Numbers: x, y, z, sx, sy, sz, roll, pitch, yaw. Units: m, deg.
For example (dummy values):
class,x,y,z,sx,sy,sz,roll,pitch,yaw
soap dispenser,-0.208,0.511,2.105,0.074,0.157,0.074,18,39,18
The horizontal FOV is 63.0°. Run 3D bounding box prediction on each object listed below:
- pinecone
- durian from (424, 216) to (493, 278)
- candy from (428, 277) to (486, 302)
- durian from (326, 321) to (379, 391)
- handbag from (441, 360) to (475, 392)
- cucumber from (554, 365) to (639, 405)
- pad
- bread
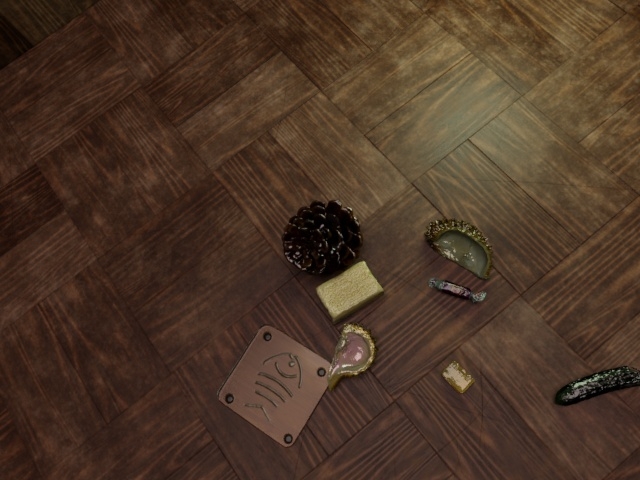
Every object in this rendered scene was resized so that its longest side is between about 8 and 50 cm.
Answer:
class,x,y,z,sx,sy,sz,roll,pitch,yaw
pinecone,0.001,-0.003,1.588,0.247,0.292,0.246,3,99,19
durian,0.441,0.010,1.623,0.252,0.144,0.139,28,100,11
candy,0.419,0.151,1.608,0.175,0.043,0.045,18,77,17
durian,0.087,0.355,1.574,0.140,0.078,0.224,33,90,4
handbag,0.404,0.401,1.534,0.061,0.027,0.083,-42,70,-6
cucumber,0.771,0.405,1.461,0.246,0.067,0.067,-16,70,4
pad,-0.136,0.438,1.606,0.287,0.018,0.283,30,78,15
bread,0.089,0.160,1.637,0.189,0.068,0.125,-31,70,-2
